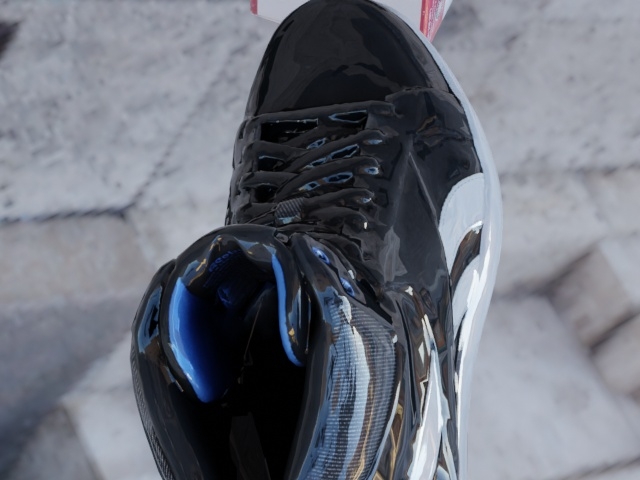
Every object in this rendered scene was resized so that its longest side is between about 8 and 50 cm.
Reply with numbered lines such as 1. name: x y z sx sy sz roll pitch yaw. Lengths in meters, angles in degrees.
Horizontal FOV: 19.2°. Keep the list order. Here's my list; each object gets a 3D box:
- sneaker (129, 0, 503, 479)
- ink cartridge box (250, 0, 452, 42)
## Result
1. sneaker: 0.000 0.000 0.520 0.079 0.217 0.121 -11 150 16
2. ink cartridge box: 0.042 -0.235 1.268 0.128 0.127 0.176 91 21 -48
